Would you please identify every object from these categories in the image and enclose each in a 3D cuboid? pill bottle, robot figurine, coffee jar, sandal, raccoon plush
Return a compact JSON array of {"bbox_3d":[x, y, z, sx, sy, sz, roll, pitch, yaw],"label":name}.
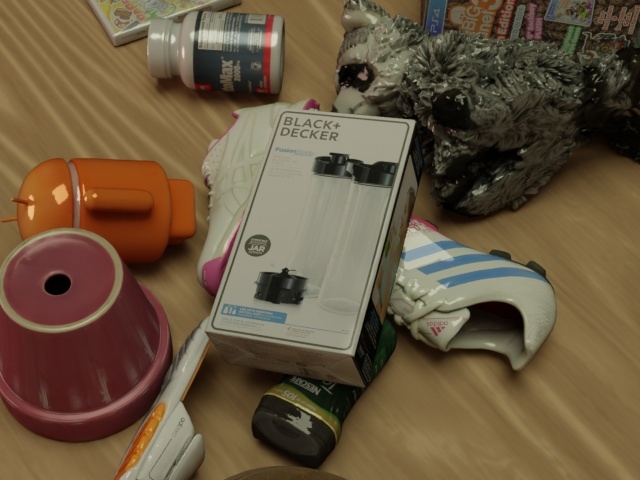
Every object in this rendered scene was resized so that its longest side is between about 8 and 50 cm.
[{"bbox_3d":[-0.141,-0.259,1.412,0.180,0.108,0.108,3,54,1],"label":"pill bottle"},{"bbox_3d":[-0.260,-0.033,1.218,0.219,0.128,0.158,0,29,-26],"label":"robot figurine"},{"bbox_3d":[0.004,0.156,1.137,0.096,0.079,0.184,25,58,16],"label":"coffee jar"},{"bbox_3d":[-0.149,0.202,1.085,0.076,0.102,0.265,30,62,-8],"label":"sandal"},{"bbox_3d":[0.231,-0.216,1.353,0.446,0.216,0.299,-15,50,-19],"label":"raccoon plush"}]

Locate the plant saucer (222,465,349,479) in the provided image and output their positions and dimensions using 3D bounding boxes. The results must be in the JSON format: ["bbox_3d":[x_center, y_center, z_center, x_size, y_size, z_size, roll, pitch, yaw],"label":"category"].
[{"bbox_3d":[-0.008,0.321,0.982,0.277,0.041,0.278,15,36,-11],"label":"plant saucer"}]

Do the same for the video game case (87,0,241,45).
[{"bbox_3d":[-0.260,-0.404,1.561,0.206,0.026,0.227,-24,59,-17],"label":"video game case"}]

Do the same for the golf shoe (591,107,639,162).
[{"bbox_3d":[0.408,-0.170,1.387,0.198,0.077,0.094,24,57,13],"label":"golf shoe"}]

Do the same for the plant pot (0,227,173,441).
[{"bbox_3d":[-0.266,0.090,1.114,0.201,0.180,0.201,1,54,-2],"label":"plant pot"}]

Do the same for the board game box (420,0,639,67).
[{"bbox_3d":[0.291,-0.363,1.463,0.290,0.141,0.232,5,46,1],"label":"board game box"}]

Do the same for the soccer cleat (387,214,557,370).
[{"bbox_3d":[0.109,0.049,1.187,0.331,0.116,0.143,17,42,8],"label":"soccer cleat"}]

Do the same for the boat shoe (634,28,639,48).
[{"bbox_3d":[0.534,-0.201,1.412,0.118,0.103,0.320,-34,55,-2],"label":"boat shoe"}]

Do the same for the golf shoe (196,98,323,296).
[{"bbox_3d":[-0.096,-0.056,1.283,0.140,0.115,0.306,9,51,23],"label":"golf shoe"}]

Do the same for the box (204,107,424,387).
[{"bbox_3d":[0.000,0.000,1.125,0.169,0.087,0.290,8,62,18],"label":"box"}]
